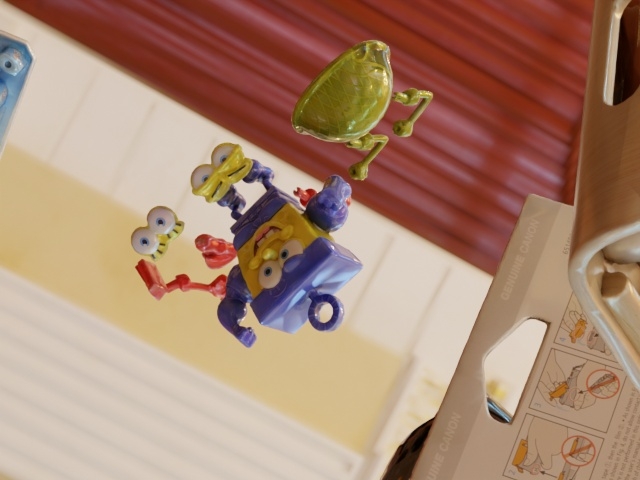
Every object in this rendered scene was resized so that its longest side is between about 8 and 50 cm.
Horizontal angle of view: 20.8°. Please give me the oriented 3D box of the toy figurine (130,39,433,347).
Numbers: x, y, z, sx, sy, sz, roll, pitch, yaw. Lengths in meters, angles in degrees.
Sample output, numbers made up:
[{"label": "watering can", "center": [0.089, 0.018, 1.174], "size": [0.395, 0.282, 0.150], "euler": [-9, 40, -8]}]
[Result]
[{"label": "toy figurine", "center": [0.000, 0.000, 1.776], "size": [0.362, 0.191, 0.217], "euler": [-42, -129, 14]}]

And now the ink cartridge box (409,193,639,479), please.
[{"label": "ink cartridge box", "center": [0.223, 0.129, 1.222], "size": [0.066, 0.261, 0.296], "euler": [78, 33, -56]}]

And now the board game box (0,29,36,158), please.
[{"label": "board game box", "center": [-0.549, -0.101, 1.861], "size": [0.050, 0.390, 0.390], "euler": [-83, -165, -70]}]

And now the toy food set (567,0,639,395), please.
[{"label": "toy food set", "center": [0.216, -0.010, 0.889], "size": [0.092, 0.306, 0.219], "euler": [-10, -130, 27]}]

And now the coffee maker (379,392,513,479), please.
[{"label": "coffee maker", "center": [0.154, 0.196, 1.288], "size": [0.171, 0.178, 0.120], "euler": [-43, -162, 27]}]
